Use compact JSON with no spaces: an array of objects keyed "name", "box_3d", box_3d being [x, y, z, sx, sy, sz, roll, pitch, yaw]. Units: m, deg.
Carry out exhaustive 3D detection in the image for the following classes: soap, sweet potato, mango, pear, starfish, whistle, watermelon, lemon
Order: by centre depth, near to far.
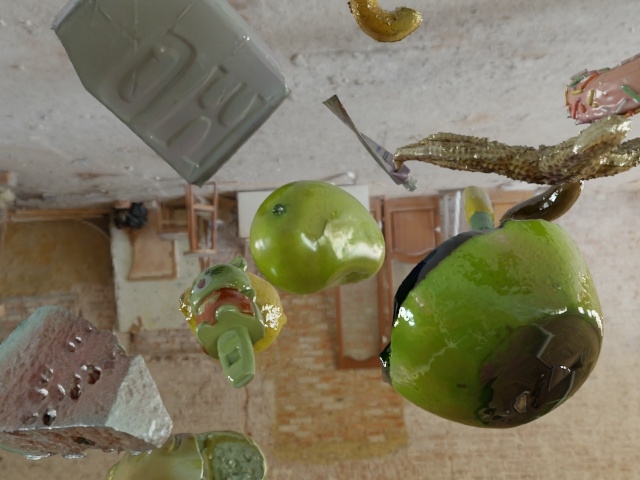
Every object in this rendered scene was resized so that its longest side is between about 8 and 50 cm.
[{"name":"watermelon","box_3d":[-0.242,0.151,0.604,0.241,0.154,0.094,2,147,37]},{"name":"starfish","box_3d":[0.241,-0.088,0.649,0.302,0.060,0.299,-4,-177,-25]},{"name":"pear","box_3d":[0.293,0.168,0.955,0.399,0.165,0.399,-11,129,-14]},{"name":"mango","box_3d":[-0.003,-0.008,1.012,0.149,0.185,0.273,-11,179,42]},{"name":"whistle","box_3d":[-0.160,0.133,1.036,0.131,0.288,0.106,-37,127,9]},{"name":"soap","box_3d":[-0.312,-0.374,1.265,0.350,0.213,0.435,-40,125,8]},{"name":"sweet potato","box_3d":[0.534,-0.105,1.411,0.079,0.108,0.346,-10,150,-33]},{"name":"lemon","box_3d":[-0.201,0.167,1.416,0.260,0.204,0.204,17,165,-18]}]

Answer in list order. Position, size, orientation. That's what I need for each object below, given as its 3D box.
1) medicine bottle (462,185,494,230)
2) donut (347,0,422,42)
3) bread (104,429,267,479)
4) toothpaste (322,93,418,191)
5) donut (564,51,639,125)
[{"name":"medicine bottle","box_3d":[0.370,-0.053,1.403,0.064,0.095,0.260,-27,-165,18]},{"name":"donut","box_3d":[0.138,-0.522,1.335,0.146,0.181,0.078,-22,-161,8]},{"name":"bread","box_3d":[-0.283,0.490,1.259,0.333,0.160,0.333,-13,151,-7]},{"name":"toothpaste","box_3d":[0.122,-0.227,1.438,0.048,0.301,0.075,-44,-167,12]},{"name":"donut","box_3d":[0.517,-0.272,0.984,0.233,0.085,0.199,-30,-166,7]}]
